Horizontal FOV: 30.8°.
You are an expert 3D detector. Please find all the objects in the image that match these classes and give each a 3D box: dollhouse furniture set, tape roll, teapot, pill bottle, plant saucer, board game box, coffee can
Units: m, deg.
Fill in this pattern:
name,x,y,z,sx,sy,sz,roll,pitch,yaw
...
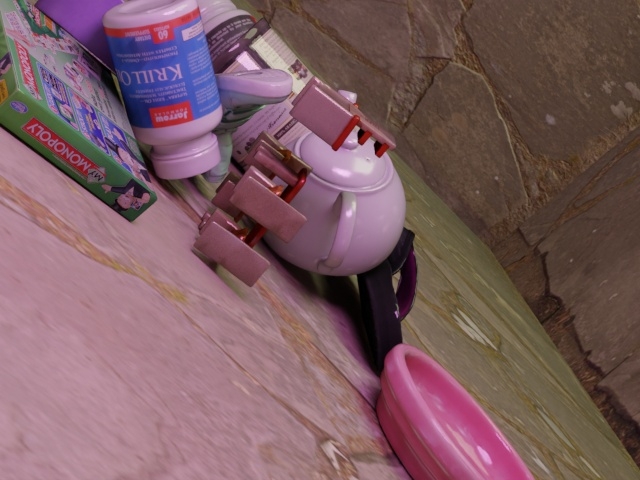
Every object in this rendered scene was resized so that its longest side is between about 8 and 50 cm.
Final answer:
name,x,y,z,sx,sy,sz,roll,pitch,yaw
dollhouse furniture set,-0.035,-0.073,1.531,0.135,0.259,0.262,37,14,-10
tape roll,-0.295,-0.290,1.600,0.189,0.080,0.189,39,-2,2
teapot,0.024,-0.080,1.751,0.253,0.187,0.256,-25,57,-39
pill bottle,-0.155,-0.331,2.195,0.283,0.161,0.161,52,11,13
plant saucer,0.188,0.293,1.607,0.332,0.084,0.332,46,11,-11
board game box,-0.309,-0.177,1.370,0.213,0.046,0.317,40,14,-38
pill bottle,-0.195,-0.197,1.497,0.124,0.124,0.221,-106,-177,-66
coffee can,-0.078,-0.207,1.970,0.275,0.201,0.201,48,11,-9

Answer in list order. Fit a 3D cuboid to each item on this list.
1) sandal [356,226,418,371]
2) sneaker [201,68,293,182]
name,x,y,z,sx,sy,sz,roll,pitch,yaw
sandal,0.115,0.064,1.896,0.445,0.107,0.167,-99,-177,-60
sneaker,-0.117,-0.156,1.605,0.094,0.151,0.256,-13,10,-37
